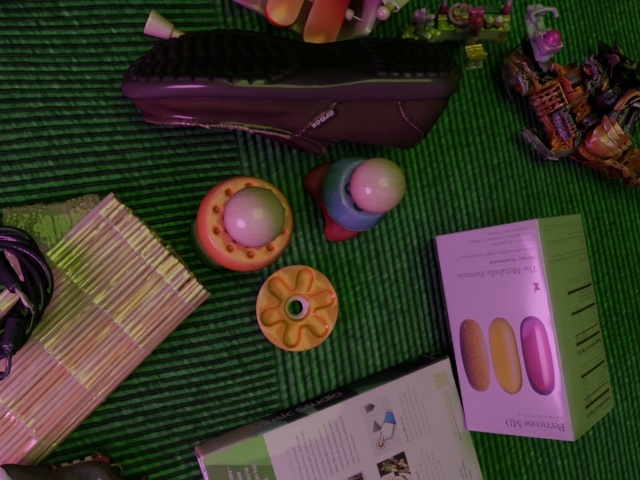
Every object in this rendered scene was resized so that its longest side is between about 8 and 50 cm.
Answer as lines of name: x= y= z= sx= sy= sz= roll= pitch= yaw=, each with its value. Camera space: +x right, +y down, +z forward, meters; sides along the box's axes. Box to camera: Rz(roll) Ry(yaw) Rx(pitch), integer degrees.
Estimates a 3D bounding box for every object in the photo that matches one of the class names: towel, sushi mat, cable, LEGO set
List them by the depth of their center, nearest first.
cable: x=-0.351 y=0.049 z=0.542 sx=0.184 sy=0.047 sz=0.151 roll=8 pitch=73 yaw=5
sushi mat: x=-0.271 y=0.112 z=0.587 sx=0.316 sy=0.019 sz=0.151 roll=-46 pitch=105 yaw=-11
towel: x=-0.270 y=0.030 z=0.611 sx=0.110 sy=0.027 sz=0.148 roll=-11 pitch=93 yaw=-20
LEGO set: x=0.155 y=-0.258 z=0.722 sx=0.287 sy=0.107 sz=0.132 roll=-20 pitch=74 yaw=-3

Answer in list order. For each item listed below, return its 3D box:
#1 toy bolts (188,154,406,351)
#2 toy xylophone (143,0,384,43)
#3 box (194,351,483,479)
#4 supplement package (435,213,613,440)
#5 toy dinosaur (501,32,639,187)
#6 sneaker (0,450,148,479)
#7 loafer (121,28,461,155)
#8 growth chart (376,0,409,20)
toy bolts: x=0.000 y=0.000 z=0.641 sx=0.228 sy=0.158 sz=0.218 roll=-32 pitch=96 yaw=-19
toy xylophone: x=-0.074 y=-0.320 z=0.687 sx=0.322 sy=0.081 sz=0.236 roll=15 pitch=81 yaw=-18
box: x=0.039 y=0.295 z=0.684 sx=0.322 sy=0.058 sz=0.232 roll=-16 pitch=90 yaw=-22
supplement package: x=0.251 y=0.100 z=0.712 sx=0.133 sy=0.139 sz=0.244 roll=-7 pitch=86 yaw=-46
toy dinosaur: x=0.405 y=-0.184 z=0.837 sx=0.322 sy=0.164 sz=0.218 roll=40 pitch=88 yaw=-31
sneaker: x=-0.248 y=0.243 z=0.588 sx=0.158 sy=0.061 sz=0.065 roll=32 pitch=51 yaw=-28
loafer: x=-0.033 y=-0.146 z=0.645 sx=0.365 sy=0.130 sz=0.134 roll=2 pitch=41 yaw=-1
growth chart: x=0.046 y=-0.378 z=0.683 sx=0.172 sy=0.021 sz=0.237 roll=-38 pitch=91 yaw=-30
